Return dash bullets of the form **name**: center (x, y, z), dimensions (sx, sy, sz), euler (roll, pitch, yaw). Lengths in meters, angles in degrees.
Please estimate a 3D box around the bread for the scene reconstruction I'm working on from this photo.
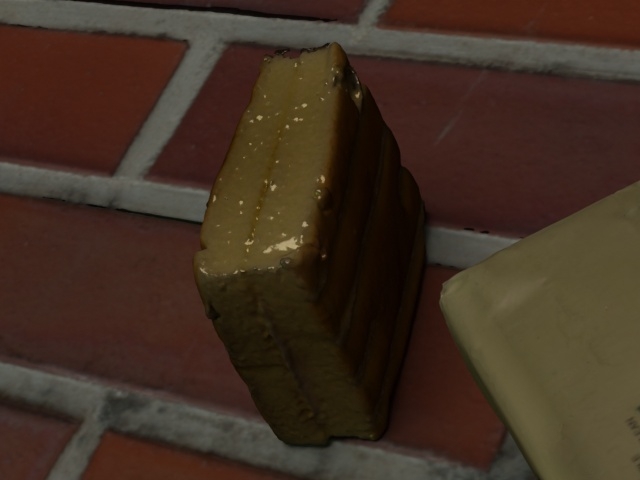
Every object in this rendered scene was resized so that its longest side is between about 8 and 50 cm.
- **bread**: center (0.000, 0.000, 1.388), dimensions (0.111, 0.239, 0.246), euler (-1, 50, 21)

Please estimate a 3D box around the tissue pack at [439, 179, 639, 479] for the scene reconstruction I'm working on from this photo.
- **tissue pack**: center (0.295, 0.133, 1.144), dimensions (0.297, 0.207, 0.380), euler (-30, 46, -1)
